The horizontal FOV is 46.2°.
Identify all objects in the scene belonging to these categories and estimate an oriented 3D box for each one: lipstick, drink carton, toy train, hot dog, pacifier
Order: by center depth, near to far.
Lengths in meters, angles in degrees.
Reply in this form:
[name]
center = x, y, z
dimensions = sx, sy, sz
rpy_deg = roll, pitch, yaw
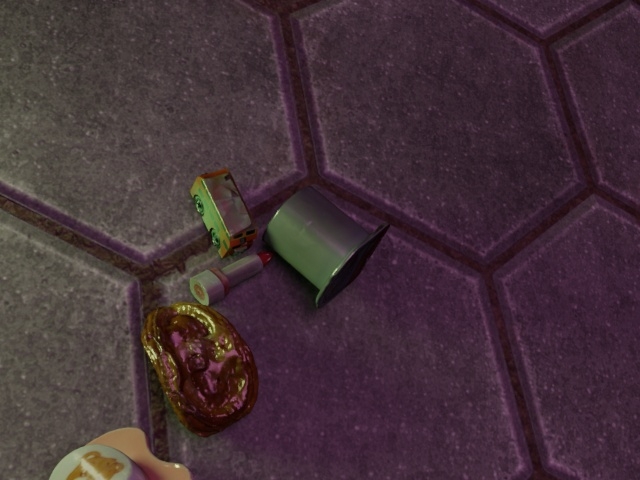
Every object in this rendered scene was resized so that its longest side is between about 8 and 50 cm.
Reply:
[pacifier]
center = -0.314, 0.430, 1.172
dimensions = 0.273, 0.332, 0.220
rpy_deg = 12, 94, -43
[hot dog]
center = -0.222, 0.221, 1.373
dimensions = 0.175, 0.114, 0.259
rpy_deg = -26, 79, -30
[lipstick]
center = -0.167, 0.066, 1.502
dimensions = 0.186, 0.057, 0.063
rpy_deg = -27, 51, -34
[drink carton]
center = 0.000, 0.000, 1.513
dimensions = 0.189, 0.185, 0.191
rpy_deg = 43, 45, 9
[toy train]
center = -0.199, -0.060, 1.518
dimensions = 0.072, 0.099, 0.188
rpy_deg = -21, 77, -27
